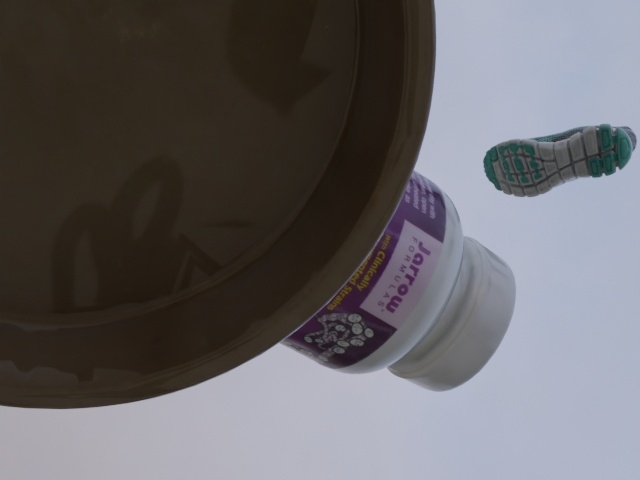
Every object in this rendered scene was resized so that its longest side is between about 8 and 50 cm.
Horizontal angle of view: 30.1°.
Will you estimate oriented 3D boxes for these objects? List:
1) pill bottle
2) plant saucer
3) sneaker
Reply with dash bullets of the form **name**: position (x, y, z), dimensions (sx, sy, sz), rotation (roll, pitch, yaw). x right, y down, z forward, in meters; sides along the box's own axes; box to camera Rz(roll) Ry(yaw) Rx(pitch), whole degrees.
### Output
- **pill bottle**: position (0.000, 0.000, 0.907), dimensions (0.301, 0.169, 0.169), rotation (30, -37, -25)
- **plant saucer**: position (-0.100, -0.067, 0.408), dimensions (0.277, 0.041, 0.278), rotation (0, -64, 1)
- **sneaker**: position (0.250, -0.085, 1.226), dimensions (0.166, 0.076, 0.065), rotation (-6, -80, 35)
